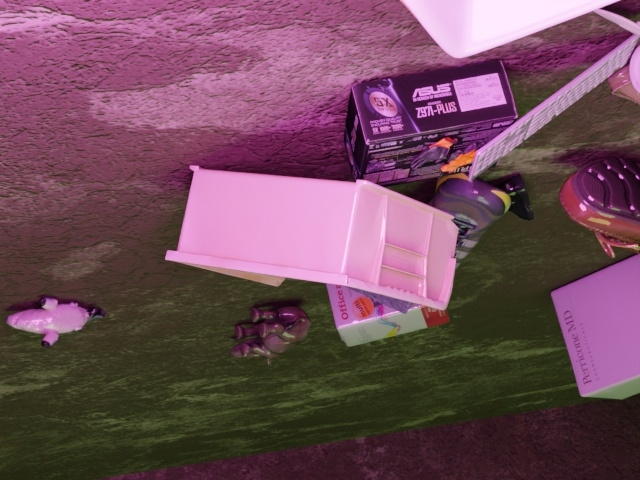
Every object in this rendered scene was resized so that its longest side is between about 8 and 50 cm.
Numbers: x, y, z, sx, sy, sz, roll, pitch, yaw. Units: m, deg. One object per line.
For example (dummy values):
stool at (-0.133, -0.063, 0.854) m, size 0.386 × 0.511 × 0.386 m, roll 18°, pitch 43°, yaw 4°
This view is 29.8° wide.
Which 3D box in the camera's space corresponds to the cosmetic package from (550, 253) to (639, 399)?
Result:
cosmetic package at (0.690, 0.126, 2.285) m, size 0.453 × 0.230 × 0.161 m, roll -30°, pitch 154°, yaw 37°

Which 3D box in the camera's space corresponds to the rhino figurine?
rhino figurine at (-0.094, 0.176, 2.149) m, size 0.106 × 0.073 × 0.243 m, roll -1°, pitch 159°, yaw -24°

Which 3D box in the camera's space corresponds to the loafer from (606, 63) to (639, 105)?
loafer at (0.415, -0.187, 1.498) m, size 0.148 × 0.050 × 0.056 m, roll 2°, pitch 155°, yaw -38°

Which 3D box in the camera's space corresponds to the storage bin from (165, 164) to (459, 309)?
storage bin at (0.000, 0.000, 1.491) m, size 0.262 × 0.123 × 0.260 m, roll 6°, pitch 173°, yaw 34°

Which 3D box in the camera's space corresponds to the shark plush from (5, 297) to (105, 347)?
shark plush at (-0.398, 0.111, 1.845) m, size 0.067 × 0.073 × 0.161 m, roll -4°, pitch -168°, yaw 40°

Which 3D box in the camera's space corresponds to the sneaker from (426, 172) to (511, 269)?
sneaker at (0.179, -0.002, 1.703) m, size 0.111 × 0.121 × 0.300 m, roll 25°, pitch 154°, yaw 0°

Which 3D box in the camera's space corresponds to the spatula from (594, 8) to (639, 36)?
spatula at (0.422, -0.194, 1.304) m, size 0.242 × 0.019 × 0.168 m, roll 18°, pitch -172°, yaw -33°

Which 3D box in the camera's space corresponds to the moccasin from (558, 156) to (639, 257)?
moccasin at (0.469, -0.043, 1.836) m, size 0.147 × 0.139 × 0.380 m, roll -37°, pitch 160°, yaw 32°

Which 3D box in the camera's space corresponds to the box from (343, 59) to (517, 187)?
box at (0.126, -0.133, 1.420) m, size 0.180 × 0.077 × 0.147 m, roll -11°, pitch 160°, yaw -6°

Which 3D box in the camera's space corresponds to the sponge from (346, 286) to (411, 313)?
sponge at (0.042, 0.033, 1.723) m, size 0.210 × 0.031 × 0.117 m, roll 25°, pitch 158°, yaw 7°

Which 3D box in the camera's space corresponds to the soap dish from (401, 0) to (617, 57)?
soap dish at (0.192, -0.278, 1.000) m, size 0.291 × 0.118 × 0.229 m, roll -20°, pitch 160°, yaw 19°

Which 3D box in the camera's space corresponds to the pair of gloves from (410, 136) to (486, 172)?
pair of gloves at (0.149, -0.098, 1.397) m, size 0.083 × 0.010 × 0.074 m, roll 3°, pitch 156°, yaw -36°

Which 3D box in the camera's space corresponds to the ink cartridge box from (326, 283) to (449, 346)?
ink cartridge box at (0.102, 0.079, 1.917) m, size 0.176 × 0.128 × 0.127 m, roll -15°, pitch 160°, yaw 5°

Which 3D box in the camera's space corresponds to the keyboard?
keyboard at (0.270, -0.155, 1.387) m, size 0.256 × 0.014 × 0.072 m, roll -37°, pitch 169°, yaw -15°

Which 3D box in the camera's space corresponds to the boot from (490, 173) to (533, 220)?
boot at (0.260, -0.052, 1.783) m, size 0.099 × 0.045 × 0.121 m, roll -19°, pitch 153°, yaw 10°

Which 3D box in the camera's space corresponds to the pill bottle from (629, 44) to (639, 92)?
pill bottle at (0.434, -0.206, 1.437) m, size 0.116 × 0.065 × 0.065 m, roll -4°, pitch 159°, yaw -24°
